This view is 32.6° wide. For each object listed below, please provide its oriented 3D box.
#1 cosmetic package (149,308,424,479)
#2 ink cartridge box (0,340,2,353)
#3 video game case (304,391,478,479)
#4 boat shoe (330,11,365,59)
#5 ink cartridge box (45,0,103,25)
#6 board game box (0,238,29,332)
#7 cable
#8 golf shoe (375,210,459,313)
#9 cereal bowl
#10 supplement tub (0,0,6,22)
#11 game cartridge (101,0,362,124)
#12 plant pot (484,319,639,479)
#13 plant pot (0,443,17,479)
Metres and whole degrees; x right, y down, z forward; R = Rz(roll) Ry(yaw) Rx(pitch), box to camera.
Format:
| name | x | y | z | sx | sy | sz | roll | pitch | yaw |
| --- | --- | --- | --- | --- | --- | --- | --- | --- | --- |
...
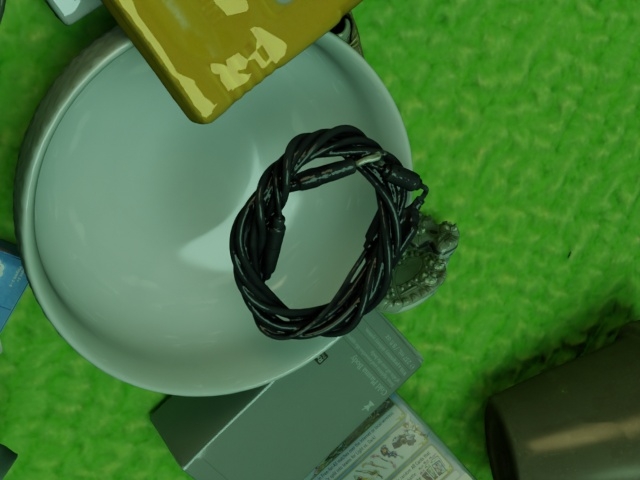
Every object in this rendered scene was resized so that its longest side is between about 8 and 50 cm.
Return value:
| name | x | y | z | sx | sy | sz | roll | pitch | yaw |
| --- | --- | --- | --- | --- | --- | --- | --- | --- | --- |
| cosmetic package | -0.034 | 0.148 | 1.077 | 0.238 | 0.107 | 0.127 | -47 | 126 | -5 |
| ink cartridge box | -0.320 | 0.024 | 0.769 | 0.153 | 0.208 | 0.086 | -14 | 115 | -22 |
| video game case | 0.037 | 0.309 | 1.109 | 0.269 | 0.244 | 0.061 | -41 | 161 | -5 |
| boat shoe | 0.009 | -0.188 | 0.984 | 0.050 | 0.045 | 0.135 | -36 | 123 | -8 |
| ink cartridge box | -0.146 | -0.384 | 0.810 | 0.324 | 0.071 | 0.330 | -36 | 124 | -8 |
| board game box | -0.366 | 0.043 | 0.903 | 0.212 | 0.039 | 0.160 | 27 | 97 | -31 |
| cable | 0.000 | 0.000 | 0.894 | 0.151 | 0.047 | 0.184 | 32 | 96 | -34 |
| golf shoe | 0.088 | 0.043 | 1.070 | 0.176 | 0.069 | 0.086 | -41 | 151 | -56 |
| cereal bowl | -0.098 | -0.044 | 0.937 | 0.339 | 0.141 | 0.338 | -10 | 115 | -23 |
| supplement tub | -0.307 | -0.180 | 0.656 | 0.207 | 0.338 | 0.207 | -10 | 115 | -22 |
| game cartridge | -0.045 | -0.290 | 0.781 | 0.324 | 0.053 | 0.285 | -41 | 111 | -15 |
| plant pot | 0.312 | 0.227 | 1.218 | 0.229 | 0.263 | 0.263 | -9 | 116 | -5 |
| plant pot | -0.407 | 0.222 | 0.841 | 0.196 | 0.293 | 0.293 | 41 | 90 | -8 |
